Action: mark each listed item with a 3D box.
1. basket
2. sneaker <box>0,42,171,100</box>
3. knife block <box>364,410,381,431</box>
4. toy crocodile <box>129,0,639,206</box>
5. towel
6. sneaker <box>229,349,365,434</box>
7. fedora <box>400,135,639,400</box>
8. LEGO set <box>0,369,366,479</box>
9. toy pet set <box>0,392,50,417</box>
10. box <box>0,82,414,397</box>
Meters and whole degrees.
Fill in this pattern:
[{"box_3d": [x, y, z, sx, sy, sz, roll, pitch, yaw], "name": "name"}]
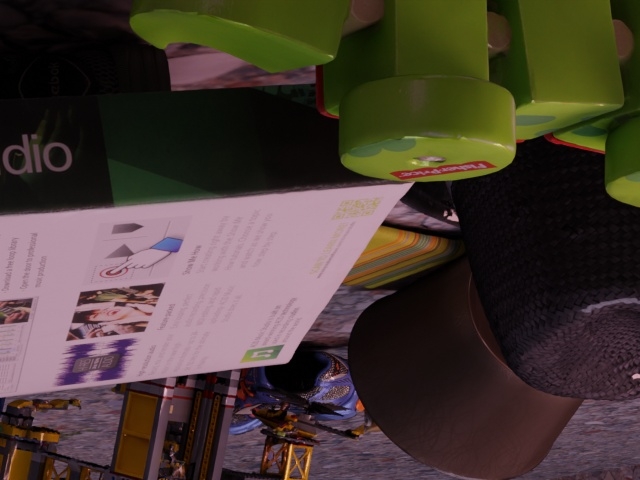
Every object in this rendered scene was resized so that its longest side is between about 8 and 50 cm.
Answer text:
[{"box_3d": [0.141, 0.086, 1.202, 0.204, 0.154, 0.227, 34, 154, 1], "name": "basket"}, {"box_3d": [-0.156, -0.032, 0.756, 0.130, 0.087, 0.227, 1, 162, -16], "name": "sneaker"}, {"box_3d": [0.193, 0.133, 1.542, 0.242, 0.088, 0.275, 0, 165, -20], "name": "knife block"}, {"box_3d": [0.089, -0.075, 0.612, 0.340, 0.115, 0.105, 5, 168, -30], "name": "toy crocodile"}, {"box_3d": [0.000, 0.000, 1.082, 0.102, 0.021, 0.237, -22, 158, 36], "name": "towel"}, {"box_3d": [-0.060, 0.148, 1.568, 0.221, 0.083, 0.087, -12, 148, 19], "name": "sneaker"}, {"box_3d": [0.179, 0.007, 0.839, 0.334, 0.152, 0.334, 0, 163, 0], "name": "fedora"}, {"box_3d": [-0.143, 0.169, 1.423, 0.331, 0.192, 0.255, 15, 174, -43], "name": "LEGO set"}, {"box_3d": [-0.291, 0.134, 1.413, 0.114, 0.065, 0.122, -5, 166, -1], "name": "toy pet set"}, {"box_3d": [-0.143, 0.012, 0.676, 0.322, 0.058, 0.232, -6, 158, -19], "name": "box"}]
